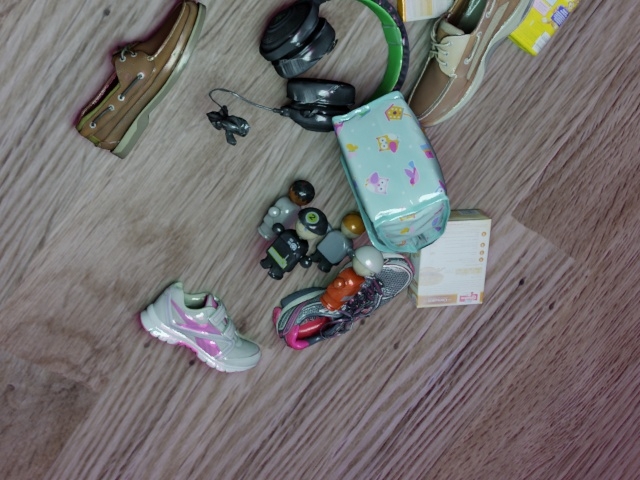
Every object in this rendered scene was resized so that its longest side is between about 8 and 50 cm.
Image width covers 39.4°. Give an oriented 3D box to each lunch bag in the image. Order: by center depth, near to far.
[{"bbox_3d":[0.132,-0.105,1.578,0.160,0.262,0.223,-22,74,5],"label":"lunch bag"}]

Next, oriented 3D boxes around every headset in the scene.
[{"bbox_3d":[-0.012,-0.286,1.545,0.394,0.185,0.243,-27,115,-14],"label":"headset"}]

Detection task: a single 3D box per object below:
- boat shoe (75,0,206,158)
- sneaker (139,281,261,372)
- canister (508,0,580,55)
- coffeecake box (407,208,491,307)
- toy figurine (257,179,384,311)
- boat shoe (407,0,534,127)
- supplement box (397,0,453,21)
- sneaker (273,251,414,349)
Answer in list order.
[{"bbox_3d":[-0.307,-0.285,1.515,0.104,0.110,0.307,29,102,-23],"label":"boat shoe"},{"bbox_3d":[-0.214,0.166,1.722,0.252,0.103,0.111,29,104,-22],"label":"sneaker"},{"bbox_3d":[0.404,-0.442,1.643,0.126,0.073,0.170,34,102,-23],"label":"canister"},{"bbox_3d":[0.258,0.036,1.800,0.143,0.068,0.185,-3,112,-13],"label":"coffeecake box"},{"bbox_3d":[0.000,0.000,1.647,0.213,0.209,0.148,32,113,-22],"label":"toy figurine"},{"bbox_3d":[0.243,-0.354,1.593,0.116,0.123,0.324,18,111,-41],"label":"boat shoe"},{"bbox_3d":[0.189,-0.434,1.614,0.099,0.036,0.062,-10,114,-10],"label":"supplement box"},{"bbox_3d":[0.056,0.128,1.766,0.299,0.112,0.120,-30,115,-1],"label":"sneaker"}]
